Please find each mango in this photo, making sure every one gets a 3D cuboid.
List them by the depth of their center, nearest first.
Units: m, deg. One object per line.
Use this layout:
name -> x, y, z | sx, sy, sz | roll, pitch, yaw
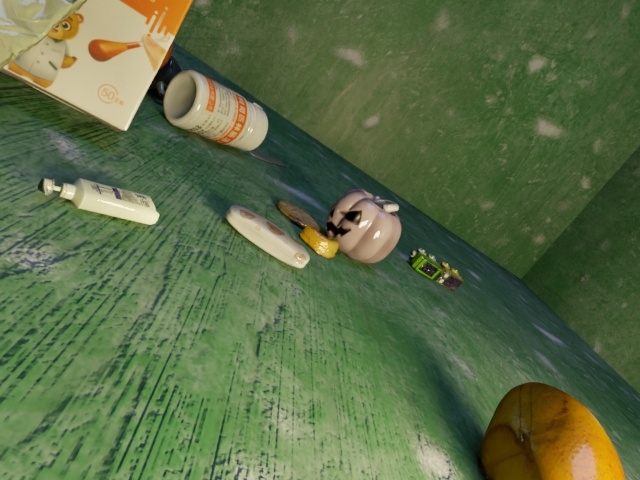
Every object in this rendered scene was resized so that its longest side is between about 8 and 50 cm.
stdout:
mango -> 0.288, 0.280, 0.602 | 0.126, 0.154, 0.252 | 40, 28, -11

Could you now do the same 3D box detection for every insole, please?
insole -> -0.163, -0.253, 1.472 | 0.064, 0.004, 0.188 | 44, 17, 23

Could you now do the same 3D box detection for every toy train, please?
toy train -> 0.355, 0.091, 1.459 | 0.202, 0.060, 0.081 | 29, 24, -24

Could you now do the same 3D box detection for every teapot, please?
teapot -> -0.407, -0.430, 1.290 | 0.149, 0.111, 0.108 | 39, 0, 33

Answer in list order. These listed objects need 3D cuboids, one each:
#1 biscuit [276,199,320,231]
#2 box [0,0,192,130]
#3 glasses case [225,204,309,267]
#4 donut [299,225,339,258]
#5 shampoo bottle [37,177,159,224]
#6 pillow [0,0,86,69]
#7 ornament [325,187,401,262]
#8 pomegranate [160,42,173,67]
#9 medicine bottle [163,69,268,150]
biscuit -> -0.051, -0.058, 1.110 | 0.120, 0.015, 0.120 | 33, 15, -10
box -> -0.348, -0.378, 0.773 | 0.225, 0.341, 0.143 | 27, -3, -29
glasses case -> -0.090, -0.007, 0.824 | 0.164, 0.041, 0.063 | 34, 16, -5
donut -> 0.000, 0.000, 1.006 | 0.083, 0.038, 0.067 | 42, 19, 14
shampoo bottle -> -0.271, -0.052, 0.587 | 0.141, 0.034, 0.049 | 16, 32, -50
pillow -> -0.482, -0.307, 0.566 | 0.281, 0.076, 0.274 | 33, 58, -10
ornament -> 0.104, -0.040, 1.114 | 0.178, 0.177, 0.177 | 33, 16, -10
pomegranate -> -0.472, -0.483, 1.151 | 0.215, 0.215, 0.215 | 33, 16, -10
medicine bottle -> -0.260, -0.322, 1.217 | 0.144, 0.144, 0.252 | 44, 16, 27
